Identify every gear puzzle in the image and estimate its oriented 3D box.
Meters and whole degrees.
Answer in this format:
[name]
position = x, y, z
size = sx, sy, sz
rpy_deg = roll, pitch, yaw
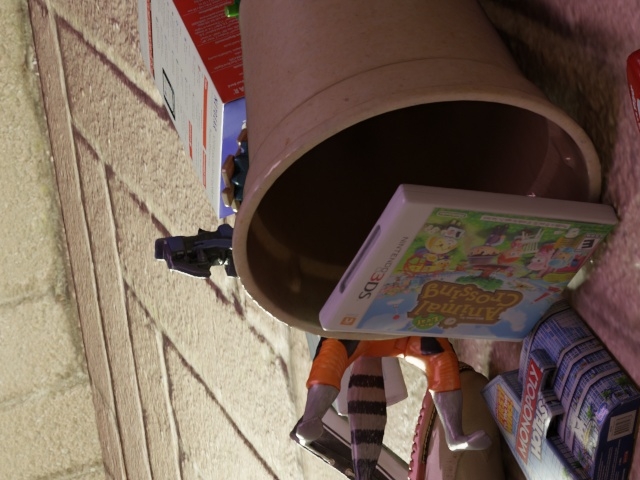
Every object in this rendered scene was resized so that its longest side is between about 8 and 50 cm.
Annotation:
[gear puzzle]
position = -0.048, -0.020, 2.196
size = 0.339, 0.044, 0.175
rpy_deg = 76, -150, -44

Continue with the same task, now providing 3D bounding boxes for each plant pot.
[plant pot]
position = 0.055, -0.126, 1.596
size = 0.334, 0.334, 0.305
rpy_deg = 99, 161, -49

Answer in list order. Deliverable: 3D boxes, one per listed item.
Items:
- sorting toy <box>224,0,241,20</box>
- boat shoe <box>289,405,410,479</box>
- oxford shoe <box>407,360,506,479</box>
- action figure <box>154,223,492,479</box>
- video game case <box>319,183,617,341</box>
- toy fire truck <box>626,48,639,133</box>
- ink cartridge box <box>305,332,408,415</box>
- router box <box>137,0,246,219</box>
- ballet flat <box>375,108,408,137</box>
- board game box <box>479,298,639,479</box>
[sorting toy]
position = -0.094, -0.427, 2.036
size = 0.127, 0.126, 0.365
rpy_deg = -146, 45, -63
[boat shoe]
position = 0.061, 0.281, 2.058
size = 0.219, 0.070, 0.078
rpy_deg = 39, -178, 5
[oxford shoe]
position = 0.191, 0.325, 1.835
size = 0.146, 0.140, 0.397
rpy_deg = 0, 100, 39
[action figure]
position = 0.000, 0.073, 1.755
size = 0.178, 0.341, 0.330
rpy_deg = 102, 162, -51
[video game case]
position = 0.130, 0.025, 1.533
size = 0.193, 0.212, 0.023
rpy_deg = 121, 145, -45
[toy fire truck]
position = 0.316, -0.025, 1.155
size = 0.254, 0.169, 0.302
rpy_deg = 40, -147, -80
[ink cartridge box]
position = 0.000, 0.000, 2.025
size = 0.308, 0.091, 0.385
rpy_deg = -161, 56, -86
[router box]
position = -0.159, -0.236, 2.343
size = 0.335, 0.082, 0.301
rpy_deg = 100, 146, -65
[ballet flat]
position = 0.037, -0.207, 1.877
size = 0.124, 0.116, 0.342
rpy_deg = 67, 177, -57
[board game box]
position = 0.226, 0.164, 1.659
size = 0.194, 0.060, 0.194
rpy_deg = -125, 28, -45
